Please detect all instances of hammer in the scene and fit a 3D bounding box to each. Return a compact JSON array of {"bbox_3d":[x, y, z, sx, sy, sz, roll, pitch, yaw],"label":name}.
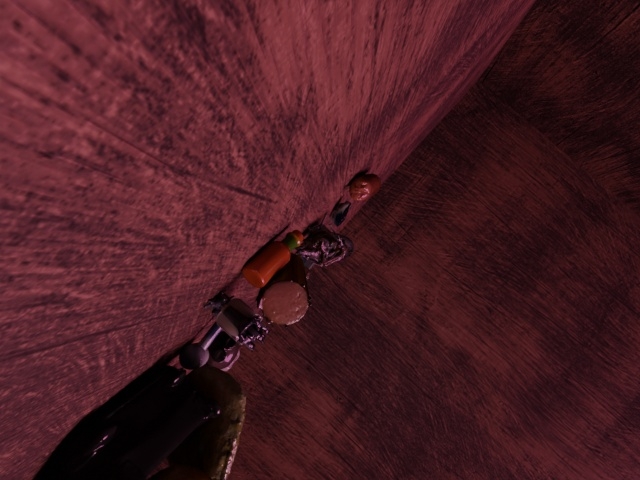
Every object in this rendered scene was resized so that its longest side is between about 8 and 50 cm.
[{"bbox_3d":[-0.312,0.271,1.391,0.193,0.070,0.116,-52,175,-7],"label":"hammer"}]

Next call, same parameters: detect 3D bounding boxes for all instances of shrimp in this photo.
[{"bbox_3d":[0.001,0.000,1.689,0.137,0.172,0.372,-29,160,16],"label":"shrimp"}]

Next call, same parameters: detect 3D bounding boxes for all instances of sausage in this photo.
[{"bbox_3d":[0.161,-0.191,1.777,0.086,0.086,0.289,-49,177,18],"label":"sausage"},{"bbox_3d":[-0.094,0.096,1.323,0.125,0.117,0.317,-27,-159,6],"label":"sausage"}]

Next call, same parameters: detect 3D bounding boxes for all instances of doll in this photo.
[{"bbox_3d":[-0.348,0.389,1.767,0.182,0.117,0.257,-52,176,-23],"label":"doll"}]

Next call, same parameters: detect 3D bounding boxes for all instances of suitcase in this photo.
[{"bbox_3d":[-0.439,0.479,1.127,0.339,0.188,0.345,-47,177,25],"label":"suitcase"}]

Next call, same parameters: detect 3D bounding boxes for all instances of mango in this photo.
[{"bbox_3d":[-0.355,0.612,1.135,0.329,0.177,0.175,-42,-138,46],"label":"mango"}]

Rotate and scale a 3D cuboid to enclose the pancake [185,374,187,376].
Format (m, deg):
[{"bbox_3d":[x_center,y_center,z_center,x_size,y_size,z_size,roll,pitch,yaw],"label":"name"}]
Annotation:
[{"bbox_3d":[-0.457,0.523,1.481,0.283,0.049,0.282,-25,128,-35],"label":"pancake"}]

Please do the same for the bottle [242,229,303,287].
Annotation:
[{"bbox_3d":[-0.108,0.037,1.221,0.187,0.069,0.069,-43,174,-37],"label":"bottle"}]

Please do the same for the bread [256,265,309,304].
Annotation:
[{"bbox_3d":[-0.155,0.191,1.962,0.165,0.113,0.416,-44,176,-20],"label":"bread"}]

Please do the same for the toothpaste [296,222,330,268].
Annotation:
[{"bbox_3d":[-0.040,0.048,1.961,0.071,0.089,0.313,-39,172,-38],"label":"toothpaste"}]

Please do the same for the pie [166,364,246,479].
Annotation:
[{"bbox_3d":[-0.306,0.484,1.284,0.071,0.323,0.323,20,117,-47],"label":"pie"}]

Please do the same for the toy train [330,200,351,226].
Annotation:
[{"bbox_3d":[0.077,-0.112,1.908,0.052,0.051,0.234,-47,173,-12],"label":"toy train"}]

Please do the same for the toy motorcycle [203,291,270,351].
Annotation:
[{"bbox_3d":[-0.199,0.198,1.219,0.091,0.157,0.263,-50,179,-14],"label":"toy motorcycle"}]
